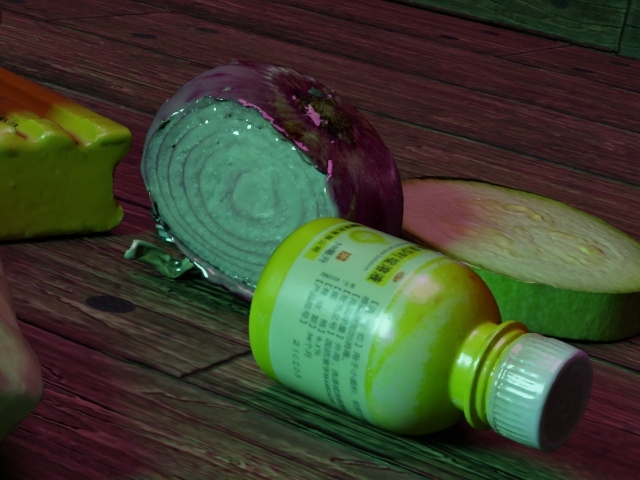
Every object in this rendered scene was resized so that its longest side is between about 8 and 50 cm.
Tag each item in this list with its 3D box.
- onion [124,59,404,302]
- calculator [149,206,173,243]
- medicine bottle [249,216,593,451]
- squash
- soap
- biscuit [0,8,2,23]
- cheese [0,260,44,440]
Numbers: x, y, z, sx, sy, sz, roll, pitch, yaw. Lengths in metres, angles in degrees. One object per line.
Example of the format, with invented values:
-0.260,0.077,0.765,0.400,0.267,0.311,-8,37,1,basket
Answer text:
-0.029,-0.048,1.285,0.207,0.201,0.200,17,18,22,onion
0.000,-0.001,1.421,0.274,0.028,0.165,15,18,16,calculator
0.068,0.068,1.056,0.212,0.122,0.122,20,19,33,medicine bottle
0.163,0.010,1.392,0.252,0.049,0.252,12,20,-5,squash
-0.333,-0.092,1.431,0.204,0.096,0.324,-4,21,-38,soap
-0.417,-0.121,1.311,0.355,0.052,0.275,-38,39,-27,biscuit
-0.245,0.036,0.951,0.159,0.093,0.263,38,5,-25,cheese
